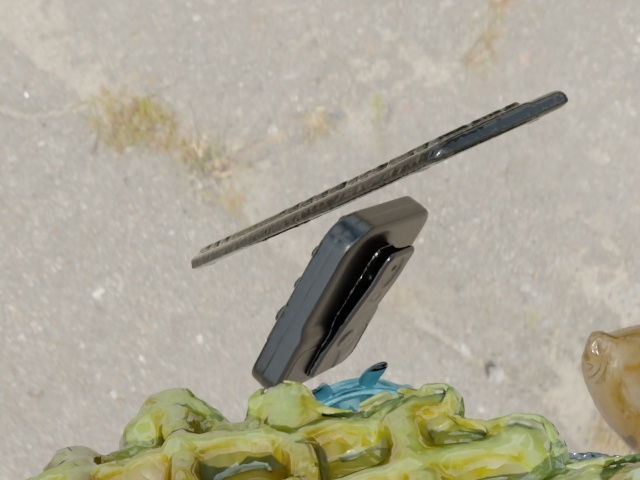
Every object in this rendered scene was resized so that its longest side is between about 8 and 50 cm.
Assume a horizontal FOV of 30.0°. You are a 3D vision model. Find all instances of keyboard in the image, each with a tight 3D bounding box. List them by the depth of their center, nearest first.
[{"bbox_3d":[-0.006,-0.012,0.722,0.103,0.381,0.041,-25,85,-34],"label":"keyboard"}]

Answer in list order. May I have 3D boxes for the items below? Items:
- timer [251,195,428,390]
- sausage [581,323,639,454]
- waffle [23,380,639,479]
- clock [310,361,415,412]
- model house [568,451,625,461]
[{"bbox_3d":[0.023,0.052,1.077,0.055,0.187,0.144,39,28,21],"label":"timer"},{"bbox_3d":[0.397,0.175,0.769,0.501,0.136,0.123,21,65,35],"label":"sausage"},{"bbox_3d":[-0.036,0.140,0.400,0.297,0.073,0.317,4,24,32],"label":"waffle"},{"bbox_3d":[0.026,0.140,0.833,0.108,0.147,0.045,-17,36,-5],"label":"clock"},{"bbox_3d":[0.165,0.230,0.754,0.119,0.148,0.149,5,46,-6],"label":"model house"}]
